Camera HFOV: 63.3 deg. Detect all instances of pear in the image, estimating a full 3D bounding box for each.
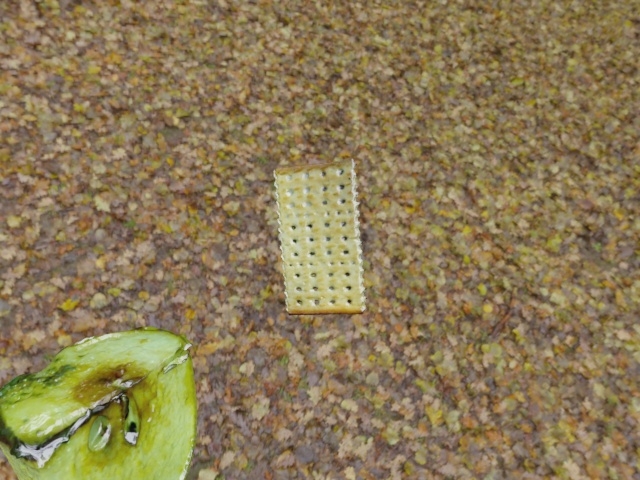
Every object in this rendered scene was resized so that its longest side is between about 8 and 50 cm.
[{"bbox_3d":[-0.275,0.270,0.694,0.164,0.255,0.238,9,30,32],"label":"pear"}]

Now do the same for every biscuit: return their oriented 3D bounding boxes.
[{"bbox_3d":[0.000,0.000,0.786,0.139,0.231,0.016,-4,4,22],"label":"biscuit"}]
